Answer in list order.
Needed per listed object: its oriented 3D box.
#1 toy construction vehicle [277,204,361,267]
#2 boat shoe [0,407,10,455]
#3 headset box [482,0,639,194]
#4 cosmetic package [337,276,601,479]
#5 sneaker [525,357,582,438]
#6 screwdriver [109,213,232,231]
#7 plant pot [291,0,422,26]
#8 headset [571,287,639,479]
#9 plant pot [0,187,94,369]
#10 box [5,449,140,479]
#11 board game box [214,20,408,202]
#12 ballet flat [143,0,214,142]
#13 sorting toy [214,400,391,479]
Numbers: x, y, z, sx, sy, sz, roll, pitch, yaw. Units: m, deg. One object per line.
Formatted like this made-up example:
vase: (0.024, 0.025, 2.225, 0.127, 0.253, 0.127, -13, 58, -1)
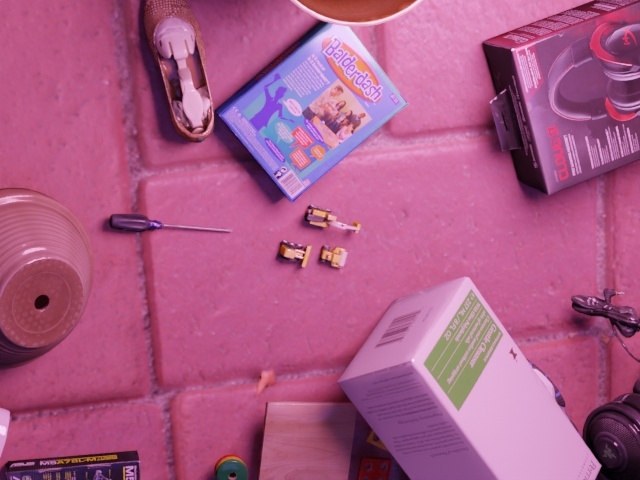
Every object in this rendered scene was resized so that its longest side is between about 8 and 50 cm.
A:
toy construction vehicle: (0.000, 0.000, 1.647, 0.098, 0.035, 0.086, 16, 100, -18)
boat shoe: (-0.506, 0.329, 1.575, 0.088, 0.096, 0.267, 28, 104, -24)
headset box: (0.373, -0.209, 1.650, 0.293, 0.110, 0.218, -20, 109, -9)
cosmetic package: (0.214, 0.259, 1.656, 0.365, 0.155, 0.197, 52, 46, -15)
sneaker: (0.322, 0.258, 1.776, 0.081, 0.080, 0.211, -33, 110, -6)
screwdriver: (-0.202, -0.017, 1.602, 0.170, 0.024, 0.025, 8, 132, -23)
plant pot: (0.012, -0.386, 1.433, 0.237, 0.254, 0.237, -4, 104, -14)
headset: (0.484, 0.250, 1.791, 0.243, 0.185, 0.394, -39, 128, -23)
plant pot: (-0.373, 0.060, 1.479, 0.237, 0.110, 0.237, -16, 115, -37)
box: (-0.343, 0.395, 1.657, 0.184, 0.045, 0.190, -4, 104, -16)
board game box: (-0.011, -0.179, 1.591, 0.210, 0.047, 0.160, -40, 110, -2)
ballet flat: (-0.175, -0.224, 1.525, 0.073, 0.067, 0.206, -19, 108, -8)
sorting toy: (-0.015, 0.292, 1.714, 0.274, 0.046, 0.132, 3, 103, -15)
